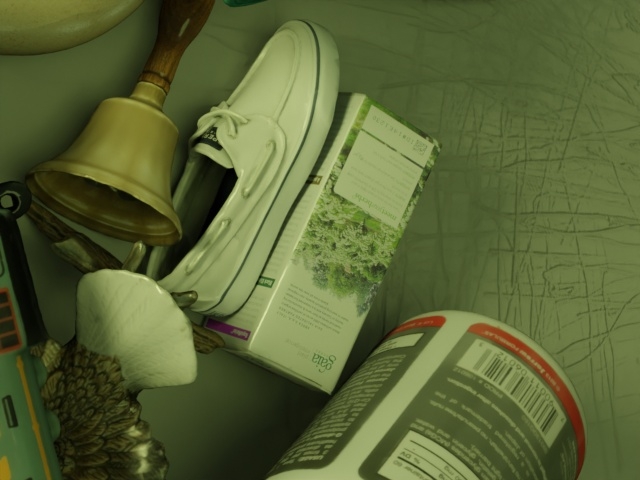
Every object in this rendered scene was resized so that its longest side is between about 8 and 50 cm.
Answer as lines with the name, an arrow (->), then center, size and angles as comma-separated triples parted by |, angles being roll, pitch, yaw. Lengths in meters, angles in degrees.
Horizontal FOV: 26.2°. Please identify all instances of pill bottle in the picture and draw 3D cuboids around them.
pill bottle -> 0.056, 0.228, 1.082 | 0.363, 0.210, 0.210 | -44, 118, -48

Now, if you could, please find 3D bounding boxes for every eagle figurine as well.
eagle figurine -> -0.203, 0.149, 1.005 | 0.298, 0.226, 0.225 | -53, 139, -21

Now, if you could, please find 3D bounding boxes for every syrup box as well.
syrup box -> 0.000, 0.000, 1.159 | 0.093, 0.096, 0.236 | 29, 81, -30

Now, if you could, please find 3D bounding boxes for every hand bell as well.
hand bell -> -0.126, -0.130, 1.079 | 0.126, 0.126, 0.242 | 31, 68, -30

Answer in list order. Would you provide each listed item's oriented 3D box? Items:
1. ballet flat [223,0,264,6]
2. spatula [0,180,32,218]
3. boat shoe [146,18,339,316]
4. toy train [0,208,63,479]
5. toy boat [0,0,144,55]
ballet flat -> 0.046, -0.289, 1.090 | 0.483, 0.164, 0.182 | -15, 74, -50
spatula -> -0.344, 0.024, 0.972 | 0.297, 0.030, 0.084 | -22, 108, -9
boat shoe -> -0.064, -0.066, 1.109 | 0.084, 0.095, 0.258 | 24, 82, -44
toy train -> -0.248, 0.132, 0.846 | 0.190, 0.142, 0.333 | -16, 94, -31
toy boat -> -0.223, -0.292, 0.976 | 0.268, 0.148, 0.318 | 1, 101, -36
